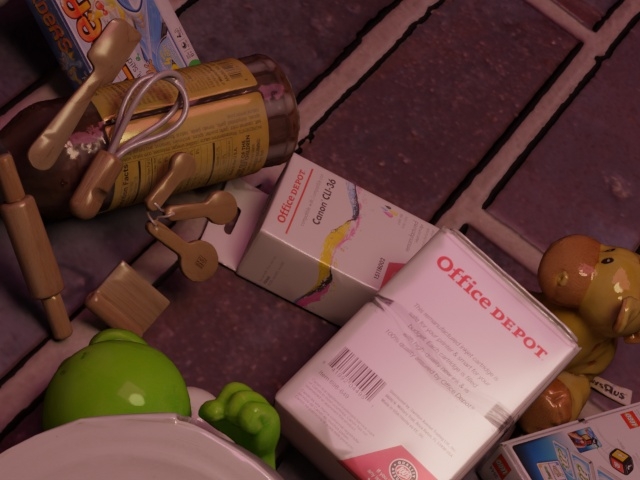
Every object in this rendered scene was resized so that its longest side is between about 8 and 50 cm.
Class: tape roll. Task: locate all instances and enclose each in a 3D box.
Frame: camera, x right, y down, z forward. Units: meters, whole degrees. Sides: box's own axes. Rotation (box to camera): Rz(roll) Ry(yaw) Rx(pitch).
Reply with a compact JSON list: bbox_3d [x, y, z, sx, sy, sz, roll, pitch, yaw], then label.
[{"bbox_3d":[-0.126,0.257,1.185,0.286,0.100,0.286,0,82,3],"label":"tape roll"}]

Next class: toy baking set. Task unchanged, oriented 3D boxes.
[{"bbox_3d":[-0.175,-0.043,1.477,0.197,0.030,0.256,-30,111,-24],"label":"toy baking set"}]

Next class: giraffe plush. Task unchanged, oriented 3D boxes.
[{"bbox_3d":[0.235,0.068,1.621,0.210,0.170,0.181,13,47,-20],"label":"giraffe plush"}]

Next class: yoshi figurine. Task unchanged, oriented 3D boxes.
[{"bbox_3d":[-0.090,0.206,1.305,0.203,0.203,0.362,-28,66,-35],"label":"yoshi figurine"}]

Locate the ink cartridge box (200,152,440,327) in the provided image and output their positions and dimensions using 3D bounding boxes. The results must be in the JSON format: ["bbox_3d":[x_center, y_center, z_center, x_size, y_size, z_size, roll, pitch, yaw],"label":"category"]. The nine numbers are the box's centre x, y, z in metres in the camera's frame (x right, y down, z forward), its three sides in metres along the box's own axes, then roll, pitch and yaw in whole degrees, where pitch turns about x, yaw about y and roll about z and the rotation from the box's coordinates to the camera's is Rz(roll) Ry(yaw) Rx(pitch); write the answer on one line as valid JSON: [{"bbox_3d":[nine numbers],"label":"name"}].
[{"bbox_3d":[0.000,0.000,1.621,0.198,0.067,0.115,27,44,-6],"label":"ink cartridge box"}]

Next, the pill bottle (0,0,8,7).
[{"bbox_3d":[-0.379,-0.222,1.562,0.215,0.117,0.117,-24,67,-41],"label":"pill bottle"}]

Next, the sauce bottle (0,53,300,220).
[{"bbox_3d":[-0.189,-0.081,1.542,0.344,0.111,0.111,-14,60,-27],"label":"sauce bottle"}]

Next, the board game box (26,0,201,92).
[{"bbox_3d":[-0.198,-0.207,1.645,0.136,0.035,0.201,-42,111,-45],"label":"board game box"}]

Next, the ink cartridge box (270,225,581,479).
[{"bbox_3d":[0.086,0.119,1.492,0.158,0.092,0.218,43,72,10],"label":"ink cartridge box"}]

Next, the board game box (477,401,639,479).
[{"bbox_3d":[0.291,0.291,1.542,0.193,0.053,0.305,-10,58,-36],"label":"board game box"}]
